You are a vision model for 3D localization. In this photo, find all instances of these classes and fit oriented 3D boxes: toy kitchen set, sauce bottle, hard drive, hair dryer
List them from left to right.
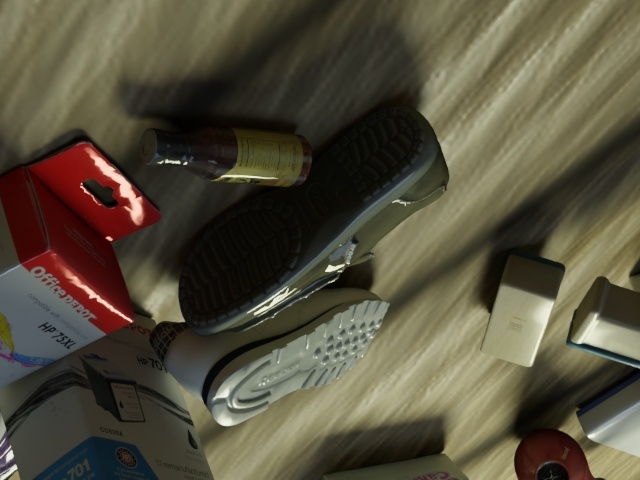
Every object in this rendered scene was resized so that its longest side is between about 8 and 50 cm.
[{"bbox_3d":[-0.068,-0.062,1.108,0.128,0.042,0.042,4,141,-33],"label":"sauce bottle"},{"bbox_3d":[0.316,0.276,1.714,0.293,0.223,0.080,24,88,-43],"label":"hair dryer"},{"bbox_3d":[0.277,0.041,1.459,0.207,0.166,0.122,18,145,6],"label":"toy kitchen set"},{"bbox_3d":[0.469,0.145,1.753,0.318,0.040,0.210,-37,146,23],"label":"hard drive"}]

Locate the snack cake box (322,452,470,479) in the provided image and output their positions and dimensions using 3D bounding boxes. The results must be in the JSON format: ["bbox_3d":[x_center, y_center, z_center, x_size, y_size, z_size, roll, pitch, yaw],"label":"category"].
[{"bbox_3d":[0.079,0.379,1.711,0.152,0.089,0.264,-6,112,-22],"label":"snack cake box"}]

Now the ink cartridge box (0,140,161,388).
[{"bbox_3d":[-0.230,0.034,1.119,0.231,0.078,0.134,-27,149,8],"label":"ink cartridge box"}]

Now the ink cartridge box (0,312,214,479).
[{"bbox_3d":[-0.172,0.141,1.212,0.082,0.191,0.139,-37,146,22],"label":"ink cartridge box"}]

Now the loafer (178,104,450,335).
[{"bbox_3d":[0.000,0.000,1.192,0.251,0.094,0.087,-34,143,19],"label":"loafer"}]

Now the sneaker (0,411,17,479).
[{"bbox_3d":[-0.338,0.212,1.311,0.283,0.107,0.124,-32,153,17],"label":"sneaker"}]

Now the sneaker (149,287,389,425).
[{"bbox_3d":[-0.034,0.074,1.305,0.235,0.095,0.090,-14,131,-49],"label":"sneaker"}]

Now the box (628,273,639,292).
[{"bbox_3d":[0.460,0.164,1.587,0.215,0.168,0.345,-19,138,3],"label":"box"}]
